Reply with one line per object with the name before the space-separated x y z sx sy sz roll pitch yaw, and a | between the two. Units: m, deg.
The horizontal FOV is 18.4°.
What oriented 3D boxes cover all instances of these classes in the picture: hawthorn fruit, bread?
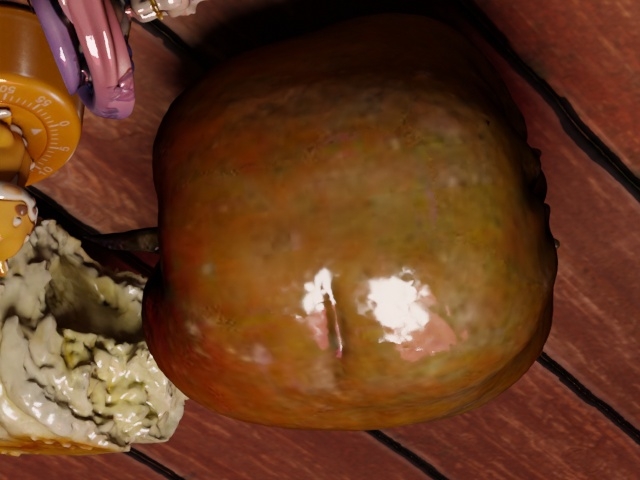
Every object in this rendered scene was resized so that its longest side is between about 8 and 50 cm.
hawthorn fruit | 0.000 0.000 1.257 0.301 0.267 0.267 -6 145 11
bread | -0.248 0.062 1.354 0.314 0.171 0.192 13 159 -25

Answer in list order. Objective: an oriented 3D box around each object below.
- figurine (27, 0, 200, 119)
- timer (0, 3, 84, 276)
figurine | -0.108 -0.157 1.160 0.157 0.114 0.126 -44 173 -1
timer | -0.205 -0.049 1.225 0.132 0.152 0.132 -7 144 -5
